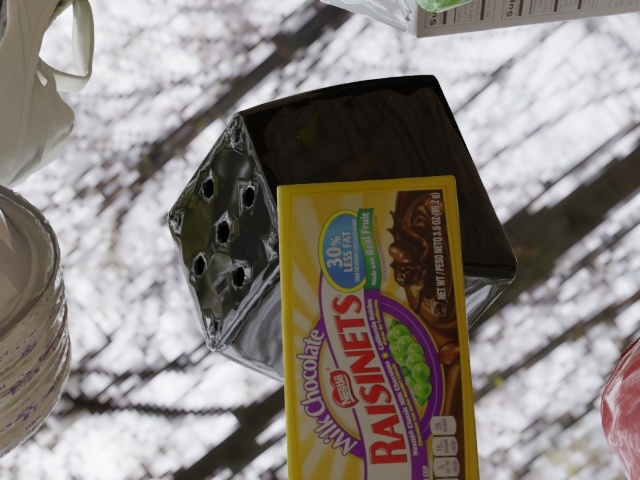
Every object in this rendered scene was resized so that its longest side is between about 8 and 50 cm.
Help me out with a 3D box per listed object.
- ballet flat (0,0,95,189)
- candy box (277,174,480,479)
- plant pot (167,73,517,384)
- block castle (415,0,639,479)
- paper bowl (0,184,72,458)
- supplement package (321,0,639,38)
[{"bbox_3d":[-0.279,-0.152,1.813,0.139,0.139,0.400,39,-139,-32],"label":"ballet flat"},{"bbox_3d":[0.031,0.062,1.086,0.027,0.105,0.205,80,-174,-65],"label":"candy box"},{"bbox_3d":[0.000,0.000,1.408,0.167,0.187,0.188,3,-129,-34],"label":"plant pot"},{"bbox_3d":[0.084,-0.140,0.610,0.303,0.213,0.453,-27,-110,-43],"label":"block castle"},{"bbox_3d":[-0.306,0.033,1.247,0.284,0.284,0.148,-96,3,-59],"label":"paper bowl"},{"bbox_3d":[0.137,-0.245,1.513,0.244,0.133,0.139,-10,-156,-33],"label":"supplement package"}]
